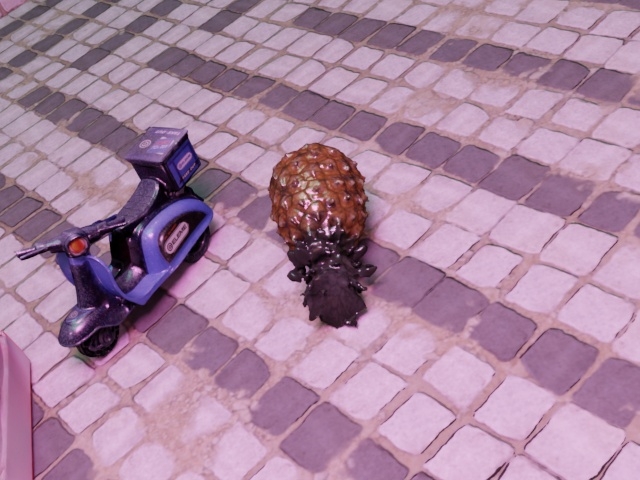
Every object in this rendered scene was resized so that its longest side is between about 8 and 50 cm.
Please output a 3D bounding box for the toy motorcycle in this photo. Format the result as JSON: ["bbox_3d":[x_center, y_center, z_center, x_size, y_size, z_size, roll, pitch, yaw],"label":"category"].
[{"bbox_3d":[-0.299,0.003,1.274,0.125,0.212,0.358,8,49,31],"label":"toy motorcycle"}]

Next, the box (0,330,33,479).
[{"bbox_3d":[-0.588,0.233,1.087,0.312,0.300,0.314,-25,39,-2],"label":"box"}]

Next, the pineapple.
[{"bbox_3d":[0.000,0.000,1.201,0.158,0.158,0.278,-14,52,12],"label":"pineapple"}]
